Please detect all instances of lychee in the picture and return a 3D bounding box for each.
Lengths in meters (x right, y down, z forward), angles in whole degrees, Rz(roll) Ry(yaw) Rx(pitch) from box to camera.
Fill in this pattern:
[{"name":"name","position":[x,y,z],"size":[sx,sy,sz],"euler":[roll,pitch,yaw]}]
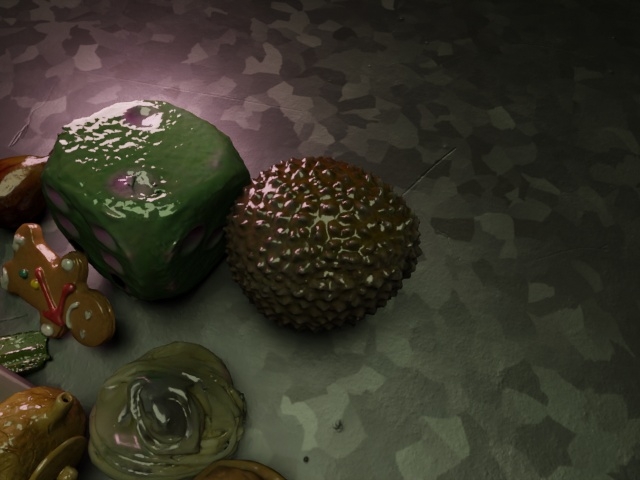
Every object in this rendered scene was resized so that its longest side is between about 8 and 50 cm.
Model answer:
[{"name":"lychee","position":[0.000,0.000,0.887],"size":[0.432,0.380,0.380],"euler":[3,51,45]}]

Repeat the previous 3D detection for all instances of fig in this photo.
[{"name":"fig","position":[-0.738,-0.161,1.056],"size":[0.170,0.145,0.274],"euler":[39,80,16]}]

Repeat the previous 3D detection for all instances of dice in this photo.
[{"name":"dice","position":[-0.365,-0.082,0.923],"size":[0.318,0.322,0.330],"euler":[32,52,9]}]

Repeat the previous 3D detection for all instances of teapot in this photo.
[{"name":"teapot","position":[-0.493,0.384,0.727],"size":[0.166,0.203,0.311],"euler":[26,105,11]}]

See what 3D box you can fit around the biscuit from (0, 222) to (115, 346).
[{"name":"biscuit","position":[-0.576,0.109,0.907],"size":[0.339,0.047,0.216],"euler":[36,109,16]}]

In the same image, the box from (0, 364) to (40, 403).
[{"name":"box","position":[-0.681,0.340,0.763],"size":[0.203,0.106,0.252],"euler":[42,63,-18]}]

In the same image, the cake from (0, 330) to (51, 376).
[{"name":"cake","position":[-0.714,0.266,0.894],"size":[0.235,0.099,0.100],"euler":[-8,59,-33]}]

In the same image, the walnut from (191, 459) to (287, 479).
[{"name":"walnut","position":[-0.136,0.498,0.691],"size":[0.256,0.224,0.257],"euler":[3,62,-5]}]

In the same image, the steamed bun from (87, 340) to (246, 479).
[{"name":"steamed bun","position":[-0.294,0.329,0.787],"size":[0.280,0.207,0.268],"euler":[-33,68,-17]}]
